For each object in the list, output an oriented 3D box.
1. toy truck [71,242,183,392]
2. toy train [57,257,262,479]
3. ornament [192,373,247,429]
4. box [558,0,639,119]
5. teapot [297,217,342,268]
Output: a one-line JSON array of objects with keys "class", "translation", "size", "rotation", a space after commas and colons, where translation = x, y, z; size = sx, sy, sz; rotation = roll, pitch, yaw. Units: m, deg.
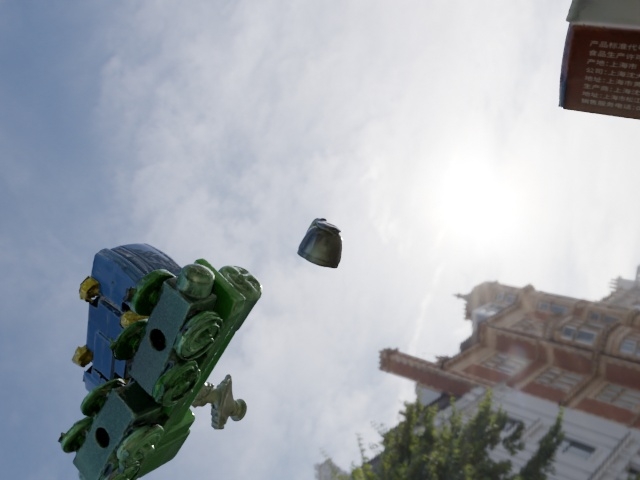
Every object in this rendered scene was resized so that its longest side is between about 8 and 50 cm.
[{"class": "toy truck", "translation": [-0.398, 0.186, 1.304], "size": [0.162, 0.161, 0.384], "rotation": [-28, -39, -50]}, {"class": "toy train", "translation": [-0.135, 0.120, 0.548], "size": [0.251, 0.085, 0.119], "rotation": [-57, -22, 22]}, {"class": "ornament", "translation": [-0.129, 0.201, 0.782], "size": [0.092, 0.041, 0.068], "rotation": [56, -143, -22]}, {"class": "box", "translation": [0.453, -0.261, 0.555], "size": [0.344, 0.385, 0.122], "rotation": [-67, -24, -20]}, {"class": "teapot", "translation": [0.010, 0.004, 1.565], "size": [0.149, 0.111, 0.108], "rotation": [-54, -15, -82]}]
